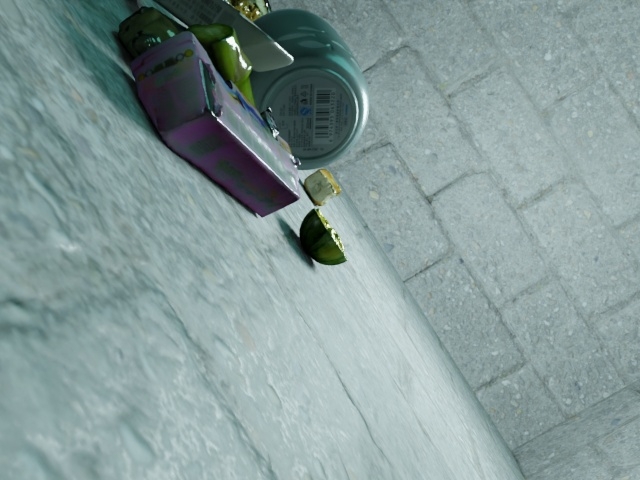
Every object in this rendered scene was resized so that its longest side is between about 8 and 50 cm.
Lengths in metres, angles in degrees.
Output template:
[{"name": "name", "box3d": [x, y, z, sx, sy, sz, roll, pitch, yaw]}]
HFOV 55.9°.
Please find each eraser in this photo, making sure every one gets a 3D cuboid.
[{"name": "eraser", "box3d": [-0.182, -0.340, 0.881, 0.352, 0.061, 0.089, 42, 11, 25]}]

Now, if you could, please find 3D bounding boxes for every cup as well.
[{"name": "cup", "box3d": [-0.086, -0.304, 1.151, 0.357, 0.259, 0.274, 19, 26, -23]}]

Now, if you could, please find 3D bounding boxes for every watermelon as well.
[{"name": "watermelon", "box3d": [0.000, 0.000, 1.008, 0.105, 0.062, 0.105, 59, 0, 0]}]

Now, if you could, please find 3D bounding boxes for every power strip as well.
[{"name": "power strip", "box3d": [-0.192, -0.258, 0.842, 0.092, 0.066, 0.387, 54, 9, -10]}]

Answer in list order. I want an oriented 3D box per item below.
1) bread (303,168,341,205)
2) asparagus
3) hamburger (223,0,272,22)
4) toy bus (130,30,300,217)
[{"name": "bread", "box3d": [0.001, -0.131, 1.520, 0.083, 0.077, 0.070, 58, 19, 6]}, {"name": "asparagus", "box3d": [-0.119, -0.196, 0.798, 0.277, 0.067, 0.060, 90, -20, -69]}, {"name": "hamburger", "box3d": [-0.232, -0.632, 1.639, 0.192, 0.167, 0.288, 57, -1, 28]}, {"name": "toy bus", "box3d": [-0.111, -0.127, 0.736, 0.274, 0.090, 0.112, 40, 28, -62]}]
